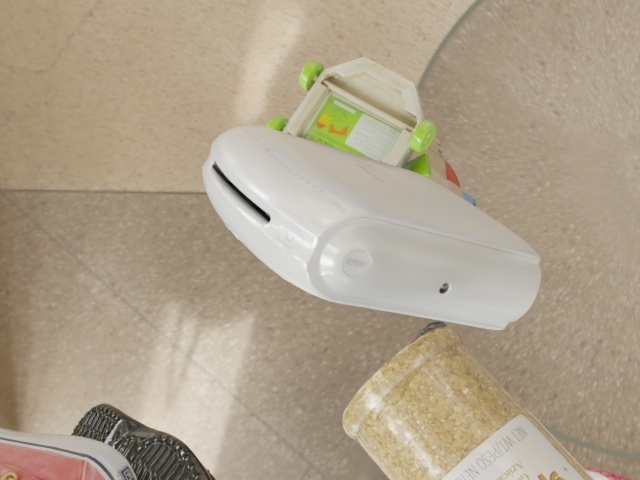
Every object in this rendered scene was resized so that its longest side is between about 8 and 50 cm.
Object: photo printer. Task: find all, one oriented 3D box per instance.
[{"bbox_3d":[0.040,-0.019,0.929,0.256,0.307,0.107,42,114,50],"label":"photo printer"}]

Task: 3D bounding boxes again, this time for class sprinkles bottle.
[{"bbox_3d":[0.168,0.227,0.652,0.121,0.121,0.355,-49,66,16],"label":"sprinkles bottle"}]

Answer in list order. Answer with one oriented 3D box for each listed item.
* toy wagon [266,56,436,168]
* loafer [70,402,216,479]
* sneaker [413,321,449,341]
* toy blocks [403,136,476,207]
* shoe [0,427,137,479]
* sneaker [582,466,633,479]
[{"bbox_3d":[0.028,-0.154,1.597,0.267,0.068,0.344,32,89,23],"label":"toy wagon"},{"bbox_3d":[-0.145,0.213,0.820,0.220,0.078,0.080,24,73,49],"label":"loafer"},{"bbox_3d":[0.211,0.236,1.350,0.100,0.108,0.272,13,128,57],"label":"sneaker"},{"bbox_3d":[0.195,-0.063,1.702,0.190,0.261,0.382,-28,49,32],"label":"toy blocks"},{"bbox_3d":[-0.173,0.119,0.397,0.177,0.081,0.064,-2,99,25],"label":"shoe"},{"bbox_3d":[0.416,0.445,1.433,0.120,0.112,0.299,22,145,-6],"label":"sneaker"}]
